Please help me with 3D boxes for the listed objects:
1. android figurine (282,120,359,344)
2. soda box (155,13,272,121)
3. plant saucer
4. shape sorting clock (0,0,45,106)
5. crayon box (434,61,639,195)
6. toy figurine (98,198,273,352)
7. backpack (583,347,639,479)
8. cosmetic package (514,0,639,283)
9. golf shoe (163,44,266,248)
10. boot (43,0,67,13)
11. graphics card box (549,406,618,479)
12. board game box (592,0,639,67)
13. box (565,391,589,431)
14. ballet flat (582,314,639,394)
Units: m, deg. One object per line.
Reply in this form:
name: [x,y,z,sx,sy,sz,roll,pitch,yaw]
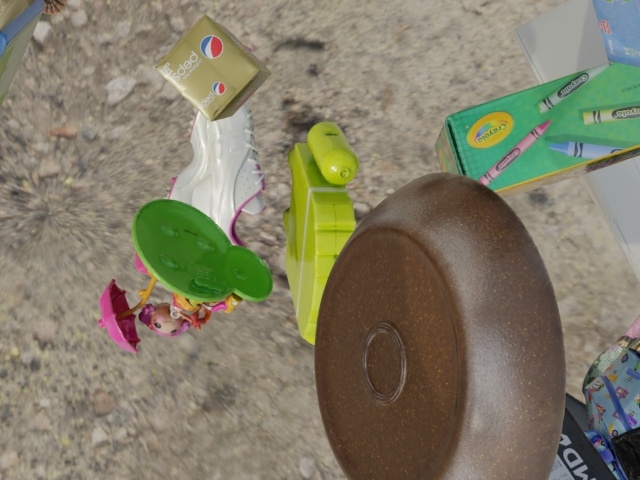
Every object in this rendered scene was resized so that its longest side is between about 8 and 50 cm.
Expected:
android figurine: [0.000,0.000,1.120,0.056,0.273,0.248,0,117,-12]
soda box: [-0.084,-0.142,0.840,0.061,0.181,0.058,44,97,-6]
plant saucer: [0.045,0.063,0.516,0.036,0.198,0.199,3,91,-30]
shape sorting clock: [-0.307,-0.149,0.903,0.040,0.206,0.206,26,85,-13]
crayon box: [0.254,-0.110,0.947,0.278,0.165,0.081,-18,86,2]
toy figurine: [-0.166,0.060,1.093,0.173,0.130,0.159,23,130,-30]
backpack: [0.314,0.203,0.997,0.117,0.158,0.173,-26,56,7]
cosmetic package: [0.538,-0.191,1.384,0.393,0.327,0.329,-27,130,14]
golf shoe: [-0.124,-0.114,1.394,0.140,0.115,0.306,20,102,4]
boot: [-0.358,-0.389,1.338,0.059,0.085,0.158,7,112,-9]
graphics card box: [0.020,0.264,0.711,0.371,0.233,0.094,-18,62,-32]
board game box: [0.220,-0.233,0.595,0.211,0.039,0.160,-57,145,-11]
box: [0.298,0.470,1.325,0.480,0.297,0.472,34,88,29]
ballet flat: [0.415,0.151,1.289,0.077,0.079,0.221,14,125,-24]
